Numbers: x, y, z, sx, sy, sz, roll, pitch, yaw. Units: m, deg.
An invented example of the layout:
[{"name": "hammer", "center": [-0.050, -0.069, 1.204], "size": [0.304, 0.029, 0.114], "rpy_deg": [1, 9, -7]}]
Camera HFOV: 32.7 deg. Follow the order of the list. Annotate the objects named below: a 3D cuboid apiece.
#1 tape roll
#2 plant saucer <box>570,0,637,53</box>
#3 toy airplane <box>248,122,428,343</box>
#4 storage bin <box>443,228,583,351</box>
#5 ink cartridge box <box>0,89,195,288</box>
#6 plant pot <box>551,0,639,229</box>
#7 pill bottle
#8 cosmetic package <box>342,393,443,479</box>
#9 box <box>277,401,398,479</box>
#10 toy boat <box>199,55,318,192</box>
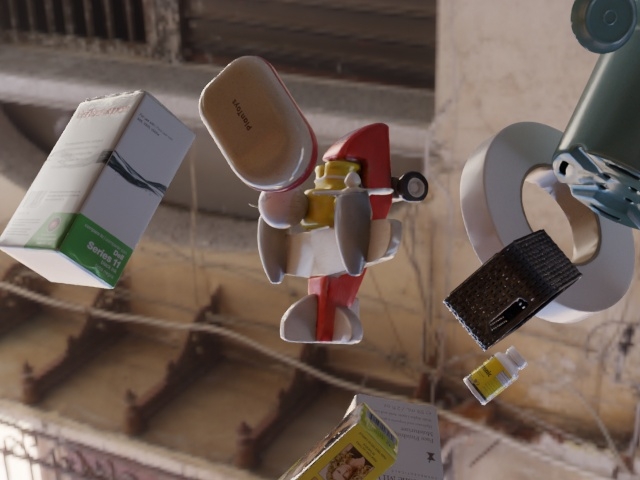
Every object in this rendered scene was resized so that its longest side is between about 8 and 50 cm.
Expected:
[{"name": "tape roll", "center": [0.429, -0.037, 2.032], "size": [0.392, 0.392, 0.072], "rpy_deg": [-26, 174, -43]}, {"name": "plant saucer", "center": [0.465, -0.363, 1.769], "size": [0.119, 0.119, 0.021], "rpy_deg": [-7, -167, -12]}, {"name": "toy airplane", "center": [0.000, 0.000, 1.933], "size": [0.272, 0.386, 0.384], "rpy_deg": [28, -150, -23]}, {"name": "storage bin", "center": [0.249, 0.061, 1.397], "size": [0.084, 0.122, 0.180], "rpy_deg": [51, -156, 11]}, {"name": "ink cartridge box", "center": [-0.253, -0.058, 1.236], "size": [0.153, 0.087, 0.208], "rpy_deg": [3, -119, 49]}, {"name": "plant pot", "center": [0.599, -0.216, 1.932], "size": [0.341, 0.341, 0.334], "rpy_deg": [20, -108, 40]}, {"name": "pill bottle", "center": [0.336, 0.254, 2.078], "size": [0.116, 0.065, 0.065], "rpy_deg": [-39, -153, 2]}, {"name": "cosmetic package", "center": [0.110, 0.384, 1.840], "size": [0.151, 0.151, 0.183], "rpy_deg": [11, -136, -13]}, {"name": "box", "center": [-0.023, 0.268, 1.105], "size": [0.058, 0.232, 0.087], "rpy_deg": [45, -173, 0]}, {"name": "toy boat", "center": [-0.085, -0.184, 1.797], "size": [0.151, 0.151, 0.231], "rpy_deg": [9, -134, -60]}]
